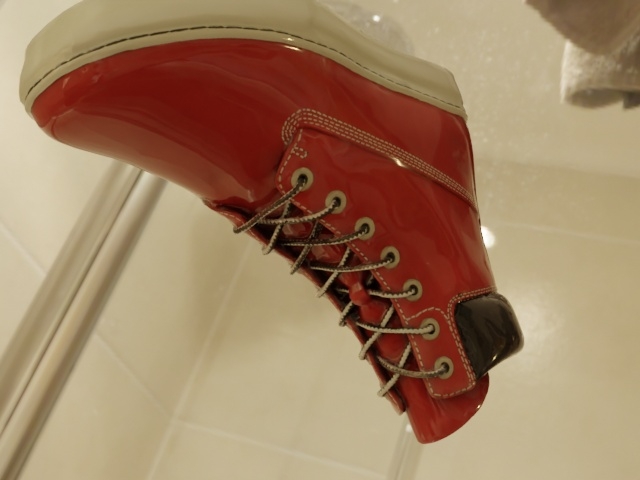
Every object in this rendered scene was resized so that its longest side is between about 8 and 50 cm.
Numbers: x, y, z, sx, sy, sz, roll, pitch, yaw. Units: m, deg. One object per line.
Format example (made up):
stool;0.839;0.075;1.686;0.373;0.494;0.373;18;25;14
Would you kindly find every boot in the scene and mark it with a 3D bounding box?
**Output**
boot;0.000;0.000;0.379;0.088;0.176;0.244;-26;-21;39
